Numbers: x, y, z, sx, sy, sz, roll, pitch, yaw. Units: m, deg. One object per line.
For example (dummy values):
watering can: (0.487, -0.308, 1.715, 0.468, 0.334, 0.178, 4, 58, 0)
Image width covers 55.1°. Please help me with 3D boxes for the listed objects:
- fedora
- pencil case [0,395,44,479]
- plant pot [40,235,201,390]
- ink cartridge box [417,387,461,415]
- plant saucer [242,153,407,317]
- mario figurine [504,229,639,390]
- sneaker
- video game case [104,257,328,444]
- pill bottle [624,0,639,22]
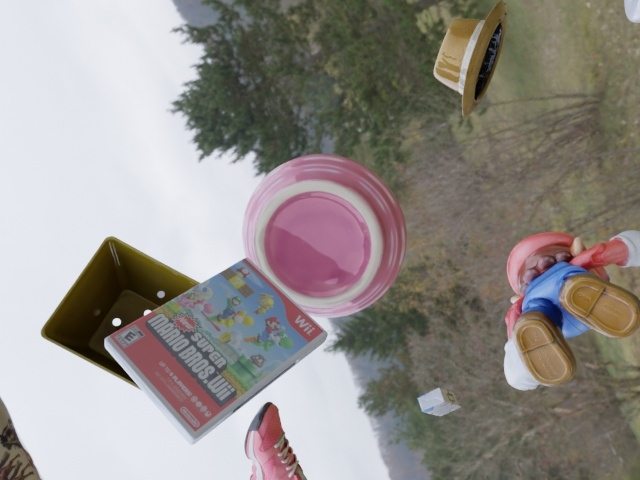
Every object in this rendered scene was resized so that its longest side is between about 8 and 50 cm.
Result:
fedora: (0.229, -0.288, 0.960, 0.079, 0.194, 0.194, 23, 171, 17)
pencil case: (-0.585, 0.252, 0.912, 0.410, 0.183, 0.160, 69, 168, -14)
plant pot: (-0.356, 0.154, 1.157, 0.212, 0.212, 0.187, 28, 156, -1)
ink cartridge box: (0.221, 0.299, 1.134, 0.083, 0.048, 0.028, 31, -146, -50)
plant saucer: (0.000, 0.000, 1.198, 0.332, 0.332, 0.084, 66, -166, -8)
mario figurine: (0.326, 0.085, 0.763, 0.320, 0.198, 0.170, -28, -70, -68)
sneaker: (-0.092, 0.520, 1.440, 0.116, 0.136, 0.314, -42, -45, -63)
video game case: (-0.152, 0.154, 0.952, 0.204, 0.285, 0.025, 41, 137, 19)
pill bottle: (0.406, -0.268, 0.586, 0.108, 0.193, 0.108, 2, -90, -76)
